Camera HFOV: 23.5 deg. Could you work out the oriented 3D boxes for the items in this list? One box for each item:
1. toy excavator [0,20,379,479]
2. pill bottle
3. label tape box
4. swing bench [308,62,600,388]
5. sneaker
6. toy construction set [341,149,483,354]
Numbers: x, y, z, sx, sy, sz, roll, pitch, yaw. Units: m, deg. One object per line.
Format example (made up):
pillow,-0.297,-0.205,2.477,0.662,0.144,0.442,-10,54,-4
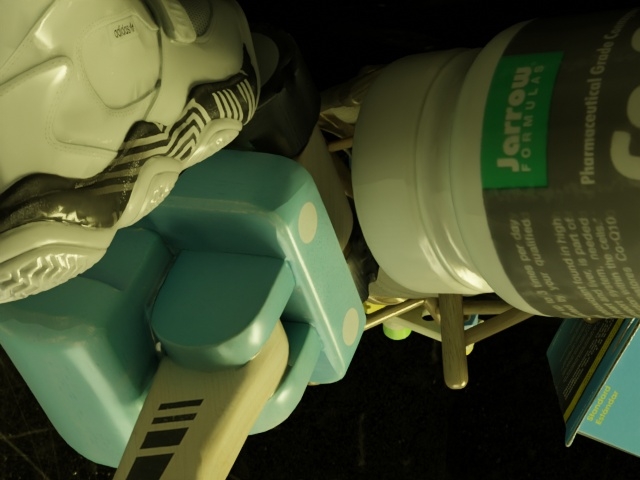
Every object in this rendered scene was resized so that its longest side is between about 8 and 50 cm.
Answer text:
toy excavator,-0.088,0.085,0.994,0.433,0.445,0.222,6,141,25
pill bottle,0.213,-0.050,0.992,0.361,0.204,0.204,-2,171,37
label tape box,0.292,0.050,1.256,0.106,0.241,0.334,28,-170,1
swing bench,0.067,-0.022,1.286,0.165,0.255,0.253,-23,-173,-27
sneaker,-0.136,-0.132,0.852,0.137,0.210,0.366,2,-153,18
toy construction set,0.000,0.000,1.519,0.327,0.215,0.151,10,140,-8
